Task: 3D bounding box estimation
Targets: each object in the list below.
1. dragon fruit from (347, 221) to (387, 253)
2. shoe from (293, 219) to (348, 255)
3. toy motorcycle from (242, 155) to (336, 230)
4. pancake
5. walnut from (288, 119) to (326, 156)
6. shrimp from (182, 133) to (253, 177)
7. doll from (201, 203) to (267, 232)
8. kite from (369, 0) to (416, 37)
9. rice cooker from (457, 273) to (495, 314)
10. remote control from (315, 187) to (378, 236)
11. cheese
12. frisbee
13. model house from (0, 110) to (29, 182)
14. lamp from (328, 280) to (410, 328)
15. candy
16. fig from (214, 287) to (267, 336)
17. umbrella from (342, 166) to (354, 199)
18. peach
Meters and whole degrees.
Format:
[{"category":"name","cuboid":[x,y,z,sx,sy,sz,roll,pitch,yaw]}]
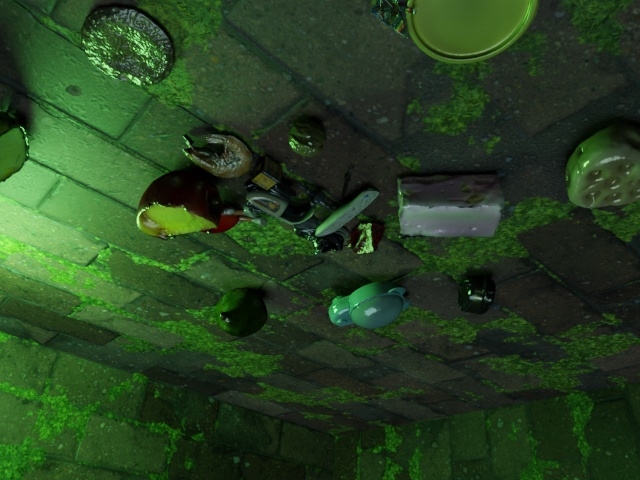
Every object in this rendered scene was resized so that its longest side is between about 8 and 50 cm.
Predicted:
[{"category":"dragon fruit","cuboid":[0.122,-0.016,1.560,0.063,0.097,0.131,36,156,-33]},{"category":"shoe","cuboid":[0.000,0.000,1.566,0.168,0.100,0.071,12,148,-9]},{"category":"toy motorcycle","cuboid":[-0.090,-0.111,1.423,0.263,0.091,0.157,28,137,-32]},{"category":"pancake","cuboid":[-0.400,-0.401,1.090,0.199,0.021,0.199,4,147,2]},{"category":"walnut","cuboid":[-0.031,-0.240,1.226,0.092,0.092,0.092,4,147,3]},{"category":"shrimp","cuboid":[-0.259,-0.225,1.323,0.187,0.052,0.132,17,126,-26]},{"category":"doll","cuboid":[-0.279,-0.066,1.516,0.217,0.085,0.183,-7,167,9]},{"category":"kite","cuboid":[0.133,-0.428,0.967,0.090,0.004,0.122,9,145,20]},{"category":"rice cooker","cuboid":[0.521,0.181,1.750,0.106,0.112,0.165,8,146,7]},{"category":"remote control","cuboid":[0.066,-0.079,1.465,0.073,0.044,0.229,-1,148,-49]},{"category":"cheese","cuboid":[0.673,-0.164,1.202,0.217,0.117,0.235,-24,138,39]},{"category":"frisbee","cuboid":[0.275,-0.425,0.956,0.235,0.017,0.236,5,147,3]},{"category":"model house","cuboid":[-0.873,-0.262,1.302,0.211,0.170,0.194,39,150,1]},{"category":"lamp","cuboid":[0.169,0.234,1.851,0.283,0.147,0.209,-4,147,16]},{"category":"candy","cuboid":[0.333,-0.089,1.366,0.264,0.116,0.156,0,145,9]},{"category":"fig","cuboid":[-0.304,0.274,1.909,0.195,0.196,0.245,-5,-172,15]},{"category":"umbrella","cuboid":[0.068,-0.149,1.402,0.022,0.022,0.149,41,150,15]},{"category":"peach","cuboid":[-0.397,-0.105,1.420,0.267,0.154,0.159,-11,138,36]}]
